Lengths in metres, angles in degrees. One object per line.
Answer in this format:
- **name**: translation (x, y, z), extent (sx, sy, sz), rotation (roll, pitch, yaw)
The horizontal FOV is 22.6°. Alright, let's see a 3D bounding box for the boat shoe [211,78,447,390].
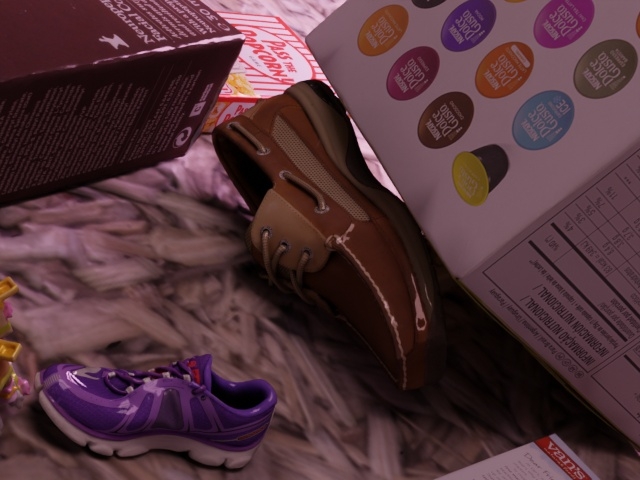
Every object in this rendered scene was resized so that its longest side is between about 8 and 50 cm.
- **boat shoe**: translation (0.000, 0.000, 1.296), extent (0.120, 0.122, 0.324), rotation (-16, 44, -13)

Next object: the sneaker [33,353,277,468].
- **sneaker**: translation (-0.106, 0.099, 1.057), extent (0.170, 0.071, 0.068), rotation (11, 34, -31)

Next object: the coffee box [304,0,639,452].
- **coffee box**: translation (0.252, -0.093, 1.331), extent (0.338, 0.334, 0.337), rotation (40, 15, -43)

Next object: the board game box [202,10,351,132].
- **board game box**: translation (-0.077, -0.162, 1.534), extent (0.193, 0.045, 0.147), rotation (-3, 43, -47)

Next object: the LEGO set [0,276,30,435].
- **LEGO set**: translation (-0.230, 0.095, 0.956), extent (0.132, 0.107, 0.287), rotation (-15, 47, -7)

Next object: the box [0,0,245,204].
- **box**: translation (-0.254, -0.140, 1.237), extent (0.191, 0.143, 0.381), rotation (41, 31, 18)

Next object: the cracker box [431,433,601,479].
- **cracker box**: translation (0.137, 0.228, 1.085), extent (0.232, 0.067, 0.156), rotation (-10, 48, -49)
